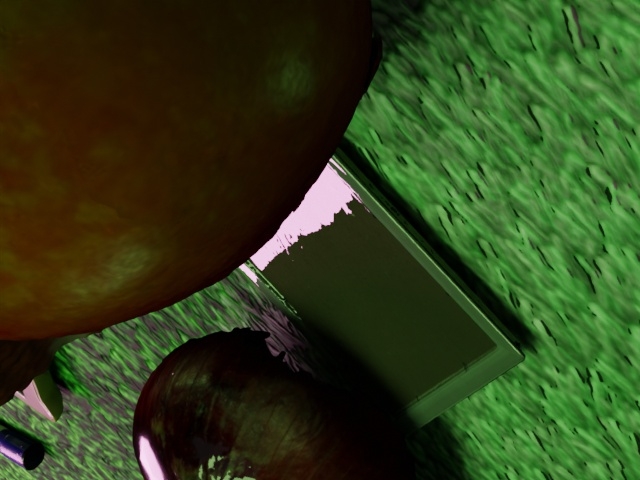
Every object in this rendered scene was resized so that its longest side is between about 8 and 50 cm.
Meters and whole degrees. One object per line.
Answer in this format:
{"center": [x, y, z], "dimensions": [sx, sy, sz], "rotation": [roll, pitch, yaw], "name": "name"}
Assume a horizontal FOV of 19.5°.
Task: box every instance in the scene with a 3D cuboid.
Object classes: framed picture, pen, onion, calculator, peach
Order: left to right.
{"center": [-0.415, 0.211, 2.181], "dimensions": [0.269, 0.033, 0.033], "rotation": [20, 144, 42], "name": "pen"}
{"center": [-0.351, 0.087, 1.915], "dimensions": [0.236, 0.033, 0.157], "rotation": [32, 151, 33], "name": "calculator"}
{"center": [-0.142, -0.109, 0.964], "dimensions": [0.370, 0.370, 0.370], "rotation": [35, 152, 22], "name": "peach"}
{"center": [-0.043, 0.203, 1.415], "dimensions": [0.272, 0.195, 0.272], "rotation": [38, 159, 18], "name": "onion"}
{"center": [0.000, 0.000, 1.281], "dimensions": [0.296, 0.019, 0.232], "rotation": [47, 154, 1], "name": "framed picture"}

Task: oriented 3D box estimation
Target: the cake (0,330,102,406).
{"center": [-0.298, -0.038, 1.310], "dimensions": [0.269, 0.319, 0.270], "rotation": [44, 153, 19], "name": "cake"}
